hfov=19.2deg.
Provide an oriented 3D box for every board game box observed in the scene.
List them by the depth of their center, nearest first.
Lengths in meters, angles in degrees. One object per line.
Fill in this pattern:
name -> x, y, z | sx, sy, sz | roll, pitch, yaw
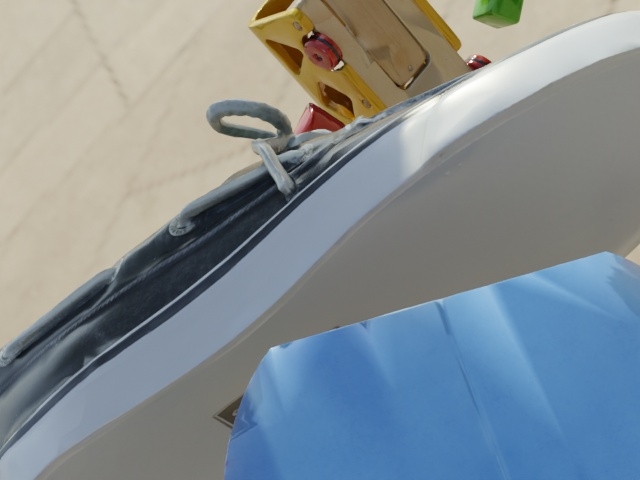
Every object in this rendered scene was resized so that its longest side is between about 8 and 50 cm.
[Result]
board game box -> 0.057, 0.081, 0.570 | 0.169, 0.033, 0.133 | -16, 62, -7

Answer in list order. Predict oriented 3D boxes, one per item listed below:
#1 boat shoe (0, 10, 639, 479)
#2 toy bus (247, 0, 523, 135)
boat shoe -> 0.002, 0.002, 0.701 | 0.306, 0.113, 0.105 | -39, 47, 13
toy bus -> 0.043, -0.122, 1.375 | 0.104, 0.191, 0.202 | -5, 85, 61
